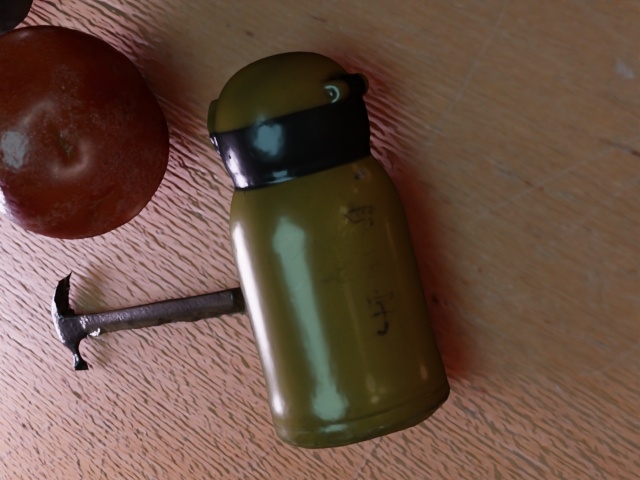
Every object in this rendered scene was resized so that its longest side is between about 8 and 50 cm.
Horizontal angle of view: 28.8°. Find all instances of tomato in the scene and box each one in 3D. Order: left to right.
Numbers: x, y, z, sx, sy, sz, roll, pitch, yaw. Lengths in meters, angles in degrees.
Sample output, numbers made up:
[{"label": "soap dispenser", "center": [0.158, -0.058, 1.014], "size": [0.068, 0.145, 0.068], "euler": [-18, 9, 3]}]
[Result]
[{"label": "tomato", "center": [-0.259, -0.118, 1.277], "size": [0.188, 0.232, 0.232], "euler": [-30, 87, 9]}]

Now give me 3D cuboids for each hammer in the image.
[{"label": "hammer", "center": [-0.198, 0.085, 1.413], "size": [0.297, 0.027, 0.125], "euler": [-9, 105, 37]}]

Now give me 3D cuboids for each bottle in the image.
[{"label": "bottle", "center": [0.000, 0.000, 1.158], "size": [0.171, 0.171, 0.351], "euler": [-9, 98, 37]}]

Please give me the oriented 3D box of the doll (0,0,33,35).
[{"label": "doll", "center": [-0.489, -0.405, 1.320], "size": [0.382, 0.252, 0.378], "euler": [19, 116, 36]}]
